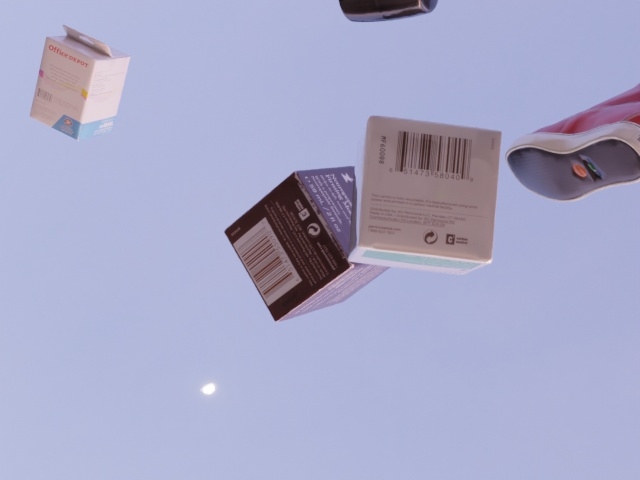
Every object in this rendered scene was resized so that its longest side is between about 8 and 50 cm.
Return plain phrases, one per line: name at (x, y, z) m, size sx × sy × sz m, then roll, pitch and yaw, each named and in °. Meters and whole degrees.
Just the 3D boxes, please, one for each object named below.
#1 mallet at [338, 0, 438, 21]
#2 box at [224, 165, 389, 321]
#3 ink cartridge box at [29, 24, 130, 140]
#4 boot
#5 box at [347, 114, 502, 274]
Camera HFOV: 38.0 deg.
mallet at (0.056, -0.227, 0.636) m, size 0.062 × 0.039 × 0.190 m, roll -6°, pitch -122°, yaw 28°
box at (0.000, 0.000, 1.417) m, size 0.167 × 0.203 × 0.168 m, roll -38°, pitch -104°, yaw 30°
ink cartridge box at (-0.348, -0.234, 1.355) m, size 0.092 × 0.090 × 0.143 m, roll 27°, pitch -67°, yaw 15°
boot at (0.337, -0.134, 1.077) m, size 0.088 × 0.176 × 0.244 m, roll 52°, pitch -21°, yaw -14°
box at (0.076, -0.032, 0.704) m, size 0.101 × 0.087 × 0.102 m, roll 6°, pitch -97°, yaw -3°
